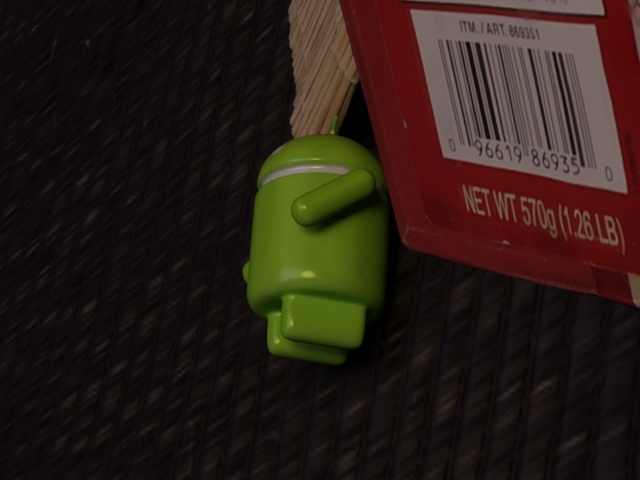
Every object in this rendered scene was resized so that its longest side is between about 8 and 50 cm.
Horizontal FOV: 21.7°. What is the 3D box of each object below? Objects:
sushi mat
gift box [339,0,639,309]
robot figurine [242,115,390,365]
[{"bbox_3d":[0.026,-0.175,0.780,0.316,0.019,0.151,113,158,-55],"label":"sushi mat"},{"bbox_3d":[0.152,-0.113,0.391,0.255,0.258,0.276,21,131,52],"label":"gift box"},{"bbox_3d":[0.000,0.000,0.803,0.101,0.067,0.115,125,152,-64],"label":"robot figurine"}]
